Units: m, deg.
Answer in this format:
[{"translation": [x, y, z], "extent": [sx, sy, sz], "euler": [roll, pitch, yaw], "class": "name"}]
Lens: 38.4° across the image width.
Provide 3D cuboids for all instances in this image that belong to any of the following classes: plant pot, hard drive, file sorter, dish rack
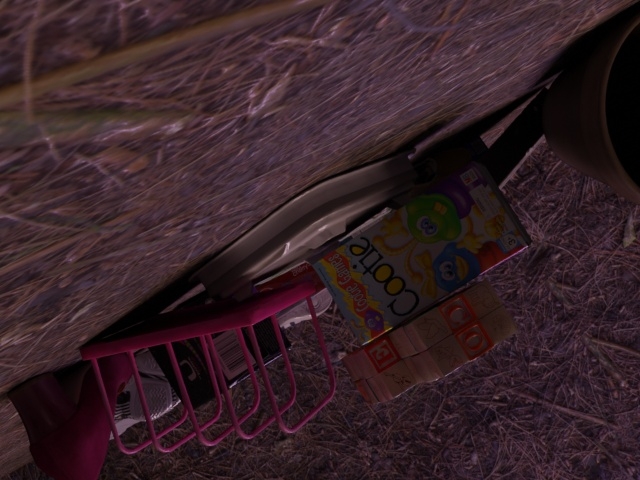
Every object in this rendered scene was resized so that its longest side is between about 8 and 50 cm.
[{"translation": [0.508, -0.210, 1.470], "extent": [0.323, 0.323, 0.280], "euler": [-31, -168, -12], "class": "plant pot"}, {"translation": [0.294, -0.107, 1.652], "extent": [0.339, 0.064, 0.237], "euler": [-46, 174, -34], "class": "hard drive"}, {"translation": [-0.153, 0.191, 1.340], "extent": [0.291, 0.182, 0.202], "euler": [-14, -176, 26], "class": "file sorter"}, {"translation": [-0.007, -0.014, 1.331], "extent": [0.286, 0.072, 0.333], "euler": [-34, 174, 34], "class": "dish rack"}]

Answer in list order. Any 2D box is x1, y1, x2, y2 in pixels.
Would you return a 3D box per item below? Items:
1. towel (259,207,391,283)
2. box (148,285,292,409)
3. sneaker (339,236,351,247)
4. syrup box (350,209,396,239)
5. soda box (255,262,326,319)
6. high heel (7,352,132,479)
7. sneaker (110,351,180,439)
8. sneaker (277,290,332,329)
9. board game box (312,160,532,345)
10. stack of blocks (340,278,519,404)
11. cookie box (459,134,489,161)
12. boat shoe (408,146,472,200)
[{"translation": [0.000, 0.000, 1.745], "extent": [0.248, 0.038, 0.325], "euler": [-32, 177, 21], "class": "towel"}, {"translation": [-0.192, 0.191, 1.666], "extent": [0.143, 0.165, 0.270], "euler": [-30, 175, -30], "class": "box"}, {"translation": [0.081, 0.015, 2.116], "extent": [0.229, 0.087, 0.092], "euler": [-31, 178, 13], "class": "sneaker"}, {"translation": [0.180, -0.053, 1.981], "extent": [0.237, 0.093, 0.096], "euler": [-33, 175, 17], "class": "syrup box"}, {"translation": [-0.065, 0.108, 2.088], "extent": [0.263, 0.092, 0.083], "euler": [-33, 175, 25], "class": "soda box"}, {"translation": [-0.362, 0.287, 1.469], "extent": [0.127, 0.181, 0.377], "euler": [-33, 175, 12], "class": "high heel"}, {"translation": [-0.427, 0.341, 1.968], "extent": [0.366, 0.137, 0.210], "euler": [-26, 176, -5], "class": "sneaker"}, {"translation": [-0.121, 0.178, 2.389], "extent": [0.350, 0.131, 0.148], "euler": [-21, 177, -45], "class": "sneaker"}, {"translation": [0.152, 0.018, 1.348], "extent": [0.275, 0.144, 0.142], "euler": [-33, 174, 15], "class": "board game box"}, {"translation": [0.150, 0.157, 1.363], "extent": [0.171, 0.087, 0.297], "euler": [-30, 174, -16], "class": "stack of blocks"}, {"translation": [0.285, -0.163, 1.834], "extent": [0.092, 0.040, 0.107], "euler": [-33, 176, 4], "class": "cookie box"}, {"translation": [0.195, -0.119, 1.609], "extent": [0.190, 0.068, 0.072], "euler": [-32, 160, -22], "class": "boat shoe"}]
